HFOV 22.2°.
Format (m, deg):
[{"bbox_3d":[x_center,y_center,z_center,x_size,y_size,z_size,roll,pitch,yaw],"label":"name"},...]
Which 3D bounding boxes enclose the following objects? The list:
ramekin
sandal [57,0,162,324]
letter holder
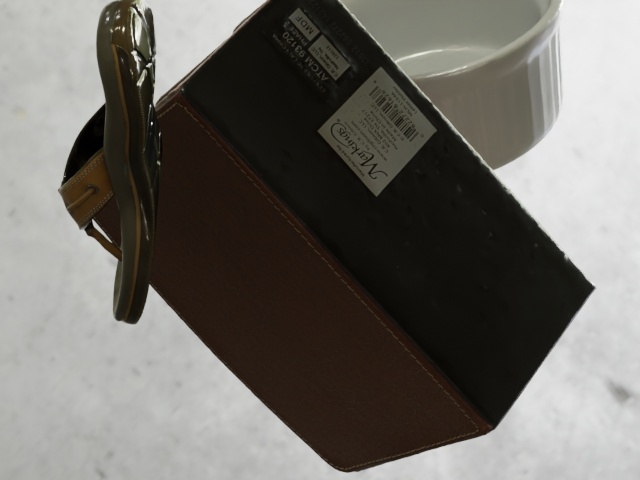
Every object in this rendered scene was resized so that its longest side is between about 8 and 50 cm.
[{"bbox_3d":[0.106,-0.171,1.580,0.277,0.277,0.135,-66,149,-48],"label":"ramekin"},{"bbox_3d":[-0.126,-0.045,0.956,0.060,0.219,0.090,1,45,-1],"label":"sandal"},{"bbox_3d":[0.000,0.000,1.153,0.302,0.214,0.152,47,56,-9],"label":"letter holder"}]
